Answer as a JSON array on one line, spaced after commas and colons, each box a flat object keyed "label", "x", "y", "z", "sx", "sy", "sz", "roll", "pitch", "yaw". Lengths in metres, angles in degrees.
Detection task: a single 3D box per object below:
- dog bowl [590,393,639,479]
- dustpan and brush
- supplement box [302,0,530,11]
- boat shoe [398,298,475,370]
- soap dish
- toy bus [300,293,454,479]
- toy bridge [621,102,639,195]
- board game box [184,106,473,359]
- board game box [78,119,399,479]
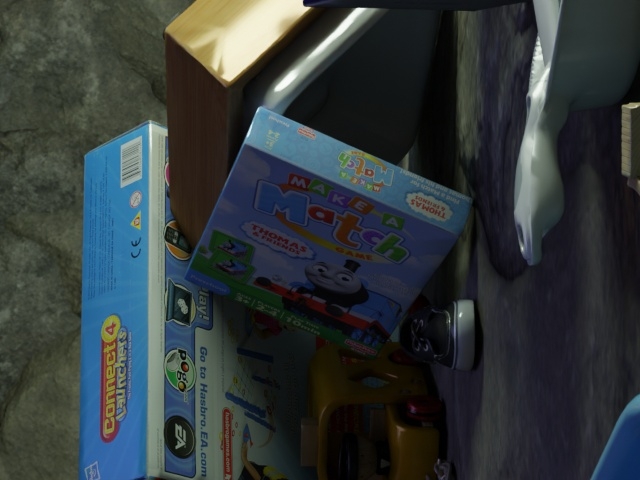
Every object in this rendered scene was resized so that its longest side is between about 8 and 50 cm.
[{"label": "dog bowl", "x": 0.124, "y": 0.144, "z": 0.629, "sx": 0.297, "sy": 0.074, "sz": 0.166, "roll": 99, "pitch": 170, "yaw": -59}, {"label": "dustpan and brush", "x": 0.109, "y": -0.084, "z": 0.878, "sx": 0.147, "sy": 0.060, "sz": 0.211, "roll": 99, "pitch": 170, "yaw": -62}, {"label": "supplement box", "x": 0.058, "y": -0.239, "z": 1.076, "sx": 0.114, "sy": 0.111, "sz": 0.220, "roll": -174, "pitch": 83, "yaw": -70}, {"label": "boat shoe", "x": 0.081, "y": 0.067, "z": 1.370, "sx": 0.142, "sy": 0.040, "sz": 0.049, "roll": 128, "pitch": 142, "yaw": -83}, {"label": "soap dish", "x": -0.018, "y": -0.115, "z": 1.512, "sx": 0.229, "sy": 0.118, "sz": 0.291, "roll": -45, "pitch": -20, "yaw": -25}, {"label": "toy bus", "x": 0.036, "y": 0.153, "z": 1.542, "sx": 0.202, "sy": 0.104, "sz": 0.191, "roll": 98, "pitch": 171, "yaw": -62}, {"label": "toy bridge", "x": 0.140, "y": -0.013, "z": 0.713, "sx": 0.188, "sy": 0.026, "sz": 0.063, "roll": -119, "pitch": 28, "yaw": -81}, {"label": "board game box", "x": 0.000, "y": 0.000, "z": 1.416, "sx": 0.211, "sy": 0.160, "sz": 0.039, "roll": 119, "pitch": 174, "yaw": -58}, {"label": "board game box", "x": -0.061, "y": 0.093, "z": 1.672, "sx": 0.086, "sy": 0.302, "sz": 0.308, "roll": -22, "pitch": 59, "yaw": 38}]
